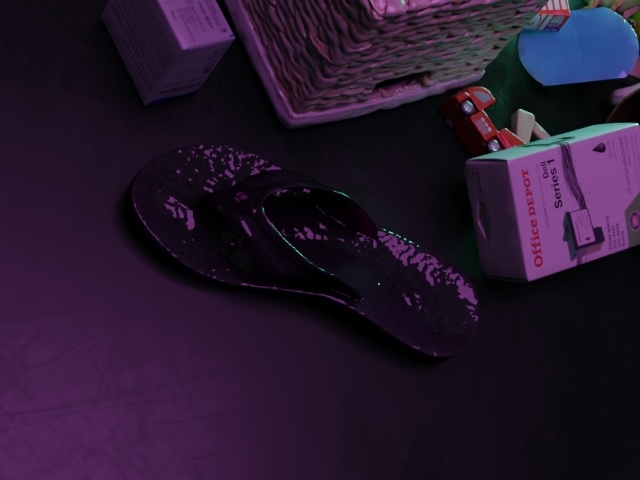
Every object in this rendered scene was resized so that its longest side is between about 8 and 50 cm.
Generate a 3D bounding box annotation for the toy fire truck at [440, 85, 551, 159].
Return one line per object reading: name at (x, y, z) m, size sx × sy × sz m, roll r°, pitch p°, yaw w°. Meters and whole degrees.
toy fire truck at (0.262, -0.135, 1.461) m, size 0.135 × 0.047 × 0.192 m, roll -32°, pitch 86°, yaw -33°

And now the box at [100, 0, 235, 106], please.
box at (-0.175, -0.242, 1.228) m, size 0.072 × 0.137 × 0.126 m, roll -21°, pitch 80°, yaw -33°

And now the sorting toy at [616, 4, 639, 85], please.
sorting toy at (0.567, -0.344, 1.680) m, size 0.255 × 0.089 × 0.257 m, roll 17°, pitch 62°, yaw -20°

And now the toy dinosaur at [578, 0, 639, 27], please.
toy dinosaur at (0.417, -0.356, 1.618) m, size 0.053 × 0.183 × 0.092 m, roll 19°, pitch 93°, yaw -55°

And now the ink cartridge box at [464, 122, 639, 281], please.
ink cartridge box at (0.307, -0.050, 1.383) m, size 0.219 × 0.092 × 0.160 m, roll -17°, pitch 101°, yaw -26°

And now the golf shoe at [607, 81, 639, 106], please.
golf shoe at (0.500, -0.238, 1.585) m, size 0.176 × 0.069 × 0.086 m, roll -11°, pitch 95°, yaw -7°

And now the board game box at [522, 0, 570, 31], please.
board game box at (0.269, -0.397, 1.561) m, size 0.147 × 0.045 × 0.193 m, roll -1°, pitch 69°, yaw -14°

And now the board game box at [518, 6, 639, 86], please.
board game box at (0.369, -0.271, 1.562) m, size 0.169 × 0.033 × 0.133 m, roll -6°, pitch 59°, yaw 4°

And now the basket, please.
basket at (0.070, -0.361, 1.331) m, size 0.328 × 0.266 × 0.331 m, roll -17°, pitch 76°, yaw -31°

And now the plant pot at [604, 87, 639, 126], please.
plant pot at (0.542, -0.120, 1.523) m, size 0.230 × 0.215 × 0.215 m, roll -11°, pitch 74°, yaw -45°

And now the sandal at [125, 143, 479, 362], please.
sandal at (0.002, -0.002, 1.235) m, size 0.446 × 0.107 × 0.167 m, roll 22°, pitch 61°, yaw -17°
